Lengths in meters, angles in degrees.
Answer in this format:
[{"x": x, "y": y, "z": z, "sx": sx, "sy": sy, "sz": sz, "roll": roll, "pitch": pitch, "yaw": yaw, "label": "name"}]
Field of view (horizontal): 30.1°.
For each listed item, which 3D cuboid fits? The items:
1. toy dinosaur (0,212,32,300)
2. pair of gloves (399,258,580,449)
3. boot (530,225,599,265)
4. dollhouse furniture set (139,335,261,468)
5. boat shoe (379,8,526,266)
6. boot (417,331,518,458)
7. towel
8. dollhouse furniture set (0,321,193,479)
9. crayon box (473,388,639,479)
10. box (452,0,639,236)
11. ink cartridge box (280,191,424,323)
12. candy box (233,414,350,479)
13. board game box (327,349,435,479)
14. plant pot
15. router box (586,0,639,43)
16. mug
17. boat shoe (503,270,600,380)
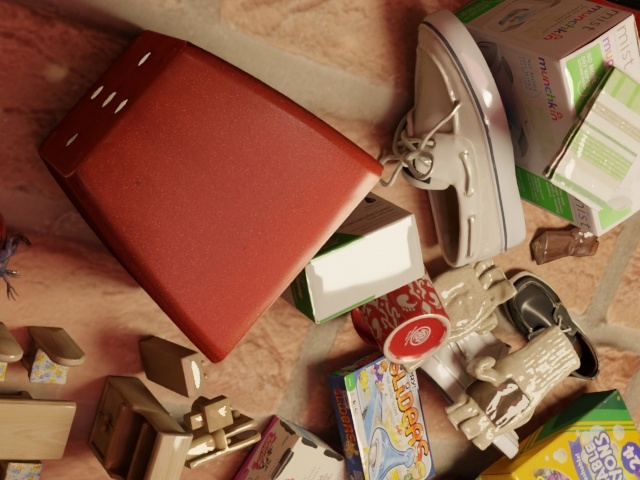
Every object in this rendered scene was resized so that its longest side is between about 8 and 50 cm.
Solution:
[{"x": -0.356, "y": 0.026, "z": 1.312, "sx": 0.082, "sy": 0.047, "sz": 0.090, "roll": -39, "pitch": 94, "yaw": -1, "label": "toy dinosaur"}, {"x": 0.220, "y": 0.150, "z": 1.642, "sx": 0.204, "sy": 0.042, "sz": 0.240, "roll": -43, "pitch": 97, "yaw": -10, "label": "pair of gloves"}, {"x": 0.364, "y": -0.017, "z": 1.751, "sx": 0.114, "sy": 0.037, "sz": 0.106, "roll": -5, "pitch": 112, "yaw": -26, "label": "boot"}, {"x": -0.136, "y": 0.184, "z": 1.464, "sx": 0.123, "sy": 0.144, "sz": 0.151, "roll": -18, "pitch": 105, "yaw": -31, "label": "dollhouse furniture set"}, {"x": 0.149, "y": -0.110, "z": 1.522, "sx": 0.156, "sy": 0.136, "sz": 0.367, "roll": -26, "pitch": 130, "yaw": -9, "label": "boat shoe"}, {"x": 0.242, "y": 0.204, "z": 1.726, "sx": 0.123, "sy": 0.095, "sz": 0.258, "roll": -46, "pitch": 122, "yaw": -8, "label": "boot"}, {"x": 0.334, "y": -0.119, "z": 1.402, "sx": 0.113, "sy": 0.023, "sz": 0.152, "roll": 26, "pitch": 97, "yaw": -38, "label": "towel"}, {"x": -0.296, "y": 0.227, "z": 1.350, "sx": 0.242, "sy": 0.161, "sz": 0.212, "roll": 8, "pitch": 106, "yaw": -35, "label": "dollhouse furniture set"}, {"x": 0.377, "y": 0.391, "z": 1.817, "sx": 0.323, "sy": 0.083, "sz": 0.203, "roll": -28, "pitch": 94, "yaw": -34, "label": "crayon box"}, {"x": 0.299, "y": -0.172, "z": 1.512, "sx": 0.127, "sy": 0.231, "sz": 0.262, "roll": -32, "pitch": 126, "yaw": -17, "label": "box"}, {"x": 0.000, "y": 0.000, "z": 1.411, "sx": 0.153, "sy": 0.208, "sz": 0.087, "roll": -24, "pitch": 119, "yaw": -23, "label": "ink cartridge box"}, {"x": -0.011, "y": 0.359, "z": 1.652, "sx": 0.233, "sy": 0.071, "sz": 0.159, "roll": 34, "pitch": 89, "yaw": -39, "label": "candy box"}, {"x": 0.086, "y": 0.256, "z": 1.636, "sx": 0.136, "sy": 0.035, "sz": 0.201, "roll": -23, "pitch": 106, "yaw": -42, "label": "board game box"}, {"x": -0.144, "y": -0.074, "z": 1.268, "sx": 0.236, "sy": 0.267, "sz": 0.267, "roll": 42, "pitch": 85, "yaw": -26, "label": "plant pot"}, {"x": 0.538, "y": -0.208, "z": 1.606, "sx": 0.335, "sy": 0.301, "sz": 0.082, "roll": 37, "pitch": 88, "yaw": -38, "label": "router box"}, {"x": 0.096, "y": 0.076, "z": 1.518, "sx": 0.113, "sy": 0.169, "sz": 0.150, "roll": -21, "pitch": 138, "yaw": -5, "label": "mug"}, {"x": 0.349, "y": 0.129, "z": 1.779, "sx": 0.084, "sy": 0.079, "sz": 0.233, "roll": -45, "pitch": 126, "yaw": -6, "label": "boat shoe"}]
